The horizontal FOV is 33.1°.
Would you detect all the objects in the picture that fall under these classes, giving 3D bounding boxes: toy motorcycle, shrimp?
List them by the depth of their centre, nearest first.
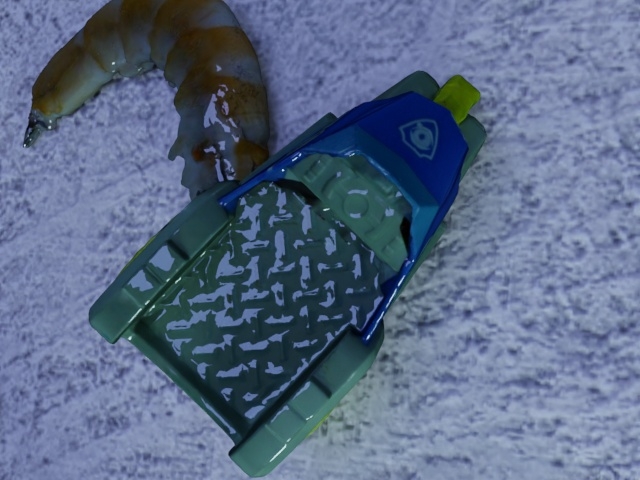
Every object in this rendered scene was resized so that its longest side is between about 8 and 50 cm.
[{"bbox_3d":[0.000,0.000,0.791,0.191,0.200,0.326,43,95,-1],"label":"toy motorcycle"},{"bbox_3d":[-0.154,-0.143,0.967,0.287,0.068,0.185,17,91,26],"label":"shrimp"}]
